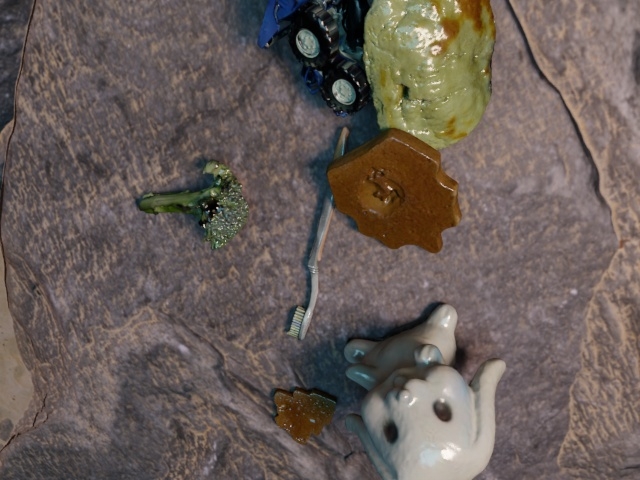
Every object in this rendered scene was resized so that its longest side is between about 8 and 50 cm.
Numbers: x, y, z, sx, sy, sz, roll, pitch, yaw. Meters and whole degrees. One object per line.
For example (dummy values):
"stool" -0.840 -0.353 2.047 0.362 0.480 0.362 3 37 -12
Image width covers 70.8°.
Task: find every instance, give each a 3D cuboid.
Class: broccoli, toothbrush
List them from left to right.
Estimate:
"broccoli" -0.213 -0.058 0.746 0.203 0.118 0.123 8 137 24
"toothbrush" 0.000 0.000 0.750 0.037 0.028 0.376 18 107 13

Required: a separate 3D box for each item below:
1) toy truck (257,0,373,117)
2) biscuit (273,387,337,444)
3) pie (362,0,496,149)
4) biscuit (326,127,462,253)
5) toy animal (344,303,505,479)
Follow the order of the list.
"toy truck" 0.003 -0.280 0.627 0.126 0.113 0.208 -9 123 51
"biscuit" -0.026 0.320 0.841 0.129 0.019 0.120 -22 99 15
"pie" 0.157 -0.238 0.589 0.201 0.090 0.248 -30 128 -13
"biscuit" 0.120 -0.060 0.676 0.182 0.034 0.215 -23 121 39
"toy animal" 0.138 0.241 0.676 0.249 0.289 0.174 -23 102 36
